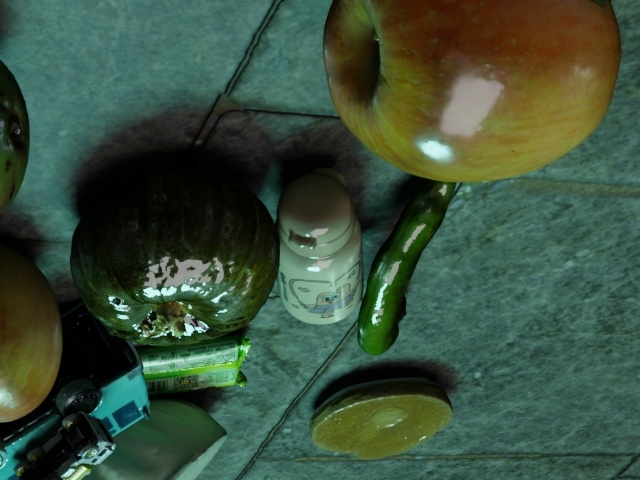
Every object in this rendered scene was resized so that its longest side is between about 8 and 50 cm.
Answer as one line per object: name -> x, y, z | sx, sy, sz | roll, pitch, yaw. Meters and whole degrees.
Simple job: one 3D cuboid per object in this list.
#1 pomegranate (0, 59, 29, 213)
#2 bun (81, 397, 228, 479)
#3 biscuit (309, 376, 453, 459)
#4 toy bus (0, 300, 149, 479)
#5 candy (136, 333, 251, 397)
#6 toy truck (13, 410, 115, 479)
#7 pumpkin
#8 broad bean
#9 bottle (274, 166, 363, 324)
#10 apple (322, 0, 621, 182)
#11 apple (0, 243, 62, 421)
pomegranate -> -0.363, -0.089, 1.403 | 0.224, 0.181, 0.181 | -7, 151, 18
bun -> -0.259, 0.279, 2.021 | 0.263, 0.175, 0.263 | -48, 175, -5
biscuit -> 0.080, 0.232, 2.189 | 0.208, 0.049, 0.181 | 19, 135, -42
toy bus -> -0.320, 0.188, 1.821 | 0.256, 0.128, 0.147 | -31, 149, -11
candy -> -0.175, 0.154, 1.980 | 0.178, 0.032, 0.102 | -7, 144, -9
toy truck -> -0.278, 0.241, 1.762 | 0.123, 0.052, 0.063 | -43, 153, 11
pumpkin -> -0.149, 0.024, 1.668 | 0.224, 0.157, 0.223 | -2, 151, -1
broad bean -> 0.087, 0.041, 1.833 | 0.049, 0.144, 0.292 | 27, 145, 10
bottle -> 0.000, 0.000, 1.744 | 0.097, 0.110, 0.209 | 15, 153, 9
apple -> 0.137, -0.173, 1.421 | 0.241, 0.242, 0.242 | -8, 149, -26
apple -> -0.358, 0.094, 1.683 | 0.199, 0.199, 0.199 | -11, 148, -7
